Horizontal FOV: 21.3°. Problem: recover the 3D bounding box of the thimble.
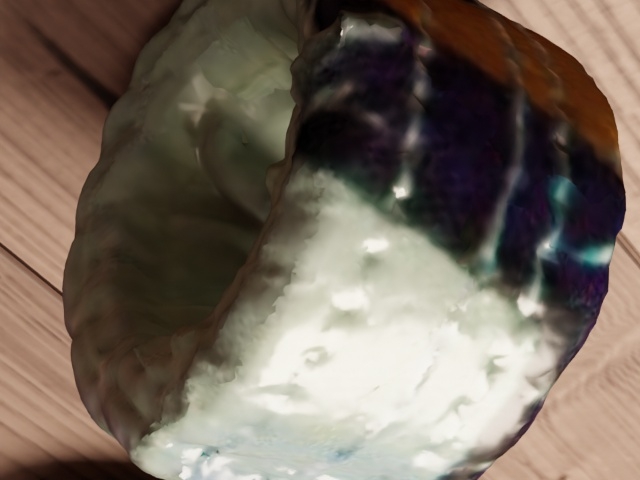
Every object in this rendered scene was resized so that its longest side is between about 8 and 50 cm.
[{"bbox_3d":[0.000,0.000,0.692,0.150,0.237,0.237,24,128,-28],"label":"thimble"}]
